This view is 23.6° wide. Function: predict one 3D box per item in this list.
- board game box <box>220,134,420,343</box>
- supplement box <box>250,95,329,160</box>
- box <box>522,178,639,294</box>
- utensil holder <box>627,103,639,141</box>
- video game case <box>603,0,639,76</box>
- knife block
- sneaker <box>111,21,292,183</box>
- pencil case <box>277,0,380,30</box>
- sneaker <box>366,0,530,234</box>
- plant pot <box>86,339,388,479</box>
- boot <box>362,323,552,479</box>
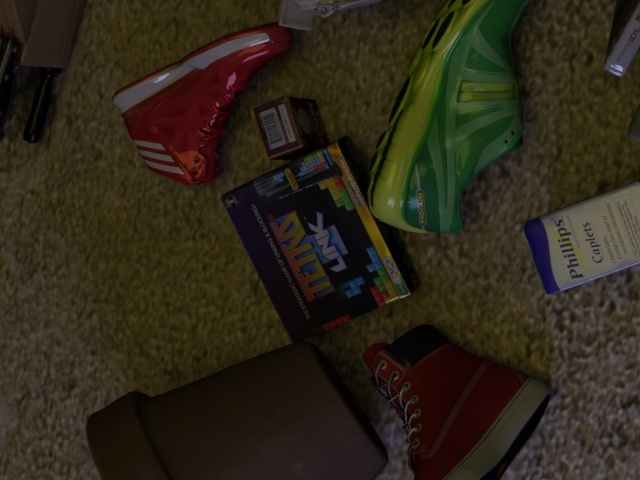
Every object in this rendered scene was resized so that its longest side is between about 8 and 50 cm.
[{"bbox_3d":[0.000,0.000,1.542,0.141,0.048,0.170,-25,95,20],"label":"board game box"},{"bbox_3d":[-0.030,-0.112,1.545,0.043,0.083,0.055,-20,86,20],"label":"supplement box"},{"bbox_3d":[0.270,-0.010,1.412,0.137,0.126,0.072,-22,86,20],"label":"box"},{"bbox_3d":[0.466,-0.207,1.222,0.327,0.327,0.385,22,99,19],"label":"utensil holder"},{"bbox_3d":[0.301,-0.255,1.327,0.023,0.201,0.183,26,120,0],"label":"video game case"},{"bbox_3d":[-0.313,-0.240,1.660,0.088,0.242,0.276,21,55,18],"label":"knife block"},{"bbox_3d":[-0.102,-0.135,1.584,0.221,0.087,0.128,-21,94,33],"label":"sneaker"},{"bbox_3d":[0.120,-0.309,1.370,0.410,0.160,0.183,-5,91,43],"label":"pencil case"},{"bbox_3d":[0.146,-0.142,1.480,0.123,0.109,0.295,23,96,-13],"label":"sneaker"},{"bbox_3d":[-0.066,0.218,1.507,0.229,0.263,0.263,-35,80,2],"label":"plant pot"},{"bbox_3d":[0.087,0.185,1.451,0.176,0.244,0.088,28,138,18],"label":"boot"}]
